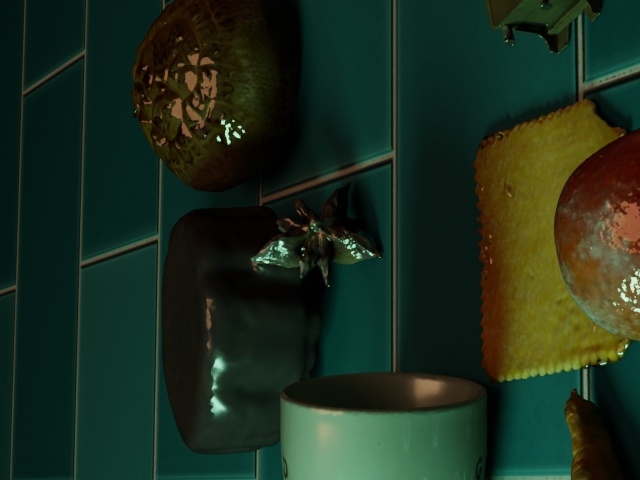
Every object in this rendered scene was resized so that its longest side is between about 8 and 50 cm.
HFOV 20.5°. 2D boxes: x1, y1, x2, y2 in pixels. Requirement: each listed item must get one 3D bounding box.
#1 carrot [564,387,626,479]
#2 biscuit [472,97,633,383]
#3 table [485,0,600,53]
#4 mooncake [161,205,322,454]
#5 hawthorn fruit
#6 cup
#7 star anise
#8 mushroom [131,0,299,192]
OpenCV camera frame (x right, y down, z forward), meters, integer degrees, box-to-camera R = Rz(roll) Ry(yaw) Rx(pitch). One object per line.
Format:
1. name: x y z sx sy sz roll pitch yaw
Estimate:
1. carrot: 0.232 0.222 1.395 0.248 0.059 0.059 -105 32 -41
2. biscuit: 0.199 0.001 1.541 0.237 0.013 0.232 -20 68 61
3. table: 0.189 -0.217 1.529 0.083 0.070 0.082 -43 48 53
4. mooncake: -0.091 0.100 1.976 0.283 0.141 0.283 -178 90 -73
5. hawthorn fruit: 0.258 -0.006 1.256 0.173 0.173 0.173 -17 71 62
6. cup: 0.060 0.242 1.645 0.258 0.186 0.234 -61 -29 -81
7. star anise: -0.012 0.001 1.855 0.056 0.129 0.124 77 173 -51
8. mushroom: -0.122 -0.181 2.082 0.253 0.153 0.253 -5 83 54
